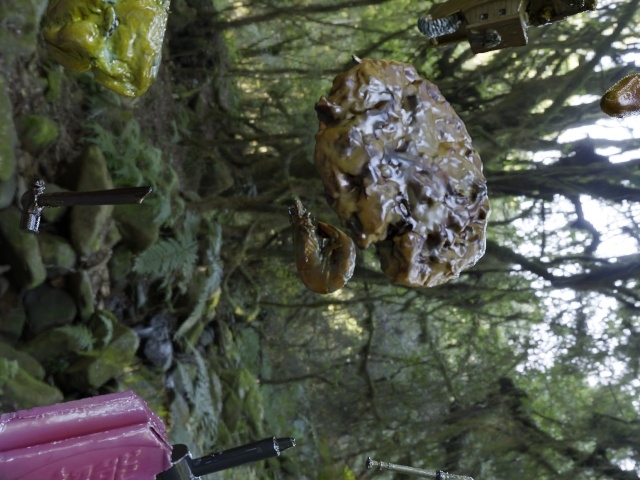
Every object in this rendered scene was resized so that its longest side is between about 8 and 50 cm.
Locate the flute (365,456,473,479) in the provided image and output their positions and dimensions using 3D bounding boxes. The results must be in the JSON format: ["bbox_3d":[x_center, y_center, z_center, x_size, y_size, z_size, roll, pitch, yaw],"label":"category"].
[{"bbox_3d":[0.212,0.496,1.283,0.027,0.233,0.027,-169,-90,-89],"label":"flute"}]

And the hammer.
[{"bbox_3d":[-0.248,-0.040,0.632,0.021,0.178,0.065,36,56,-61],"label":"hammer"}]

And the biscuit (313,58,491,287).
[{"bbox_3d":[0.128,-0.102,0.839,0.081,0.289,0.334,-25,-101,53],"label":"biscuit"}]

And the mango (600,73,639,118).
[{"bbox_3d":[0.585,-0.274,1.156,0.063,0.127,0.077,14,-53,62],"label":"mango"}]

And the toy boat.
[{"bbox_3d":[0.339,-0.416,1.115,0.089,0.321,0.121,50,49,-45],"label":"toy boat"}]

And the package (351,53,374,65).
[{"bbox_3d":[0.167,-0.290,1.211,0.232,0.166,0.040,50,-60,24],"label":"package"}]

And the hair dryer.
[{"bbox_3d":[-0.156,0.385,1.022,0.070,0.248,0.114,-99,172,-73],"label":"hair dryer"}]

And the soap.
[{"bbox_3d":[-0.350,0.317,0.894,0.099,0.250,0.162,47,-44,50],"label":"soap"}]

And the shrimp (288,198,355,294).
[{"bbox_3d":[0.000,0.000,1.476,0.063,0.152,0.287,42,27,-58],"label":"shrimp"}]

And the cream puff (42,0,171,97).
[{"bbox_3d":[-0.324,-0.315,0.910,0.221,0.195,0.194,-106,-170,-64],"label":"cream puff"}]
